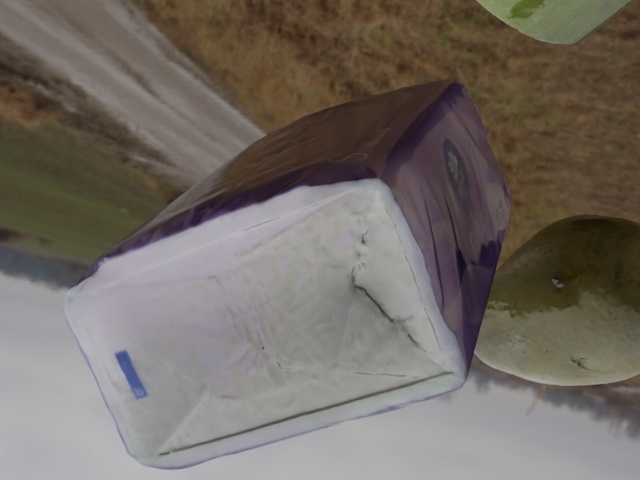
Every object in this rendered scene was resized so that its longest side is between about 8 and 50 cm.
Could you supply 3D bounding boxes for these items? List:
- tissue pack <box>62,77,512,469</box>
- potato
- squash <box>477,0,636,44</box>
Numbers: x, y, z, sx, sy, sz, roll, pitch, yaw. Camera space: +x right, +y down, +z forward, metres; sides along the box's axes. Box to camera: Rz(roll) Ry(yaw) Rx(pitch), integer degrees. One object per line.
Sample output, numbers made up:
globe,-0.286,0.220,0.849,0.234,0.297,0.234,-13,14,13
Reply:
tissue pack,0.000,0.000,0.715,0.242,0.160,0.338,-18,-166,20
potato,0.230,0.059,0.896,0.194,0.157,0.157,-19,155,32
squash,0.293,-0.354,0.925,0.234,0.210,0.309,-19,161,-43
